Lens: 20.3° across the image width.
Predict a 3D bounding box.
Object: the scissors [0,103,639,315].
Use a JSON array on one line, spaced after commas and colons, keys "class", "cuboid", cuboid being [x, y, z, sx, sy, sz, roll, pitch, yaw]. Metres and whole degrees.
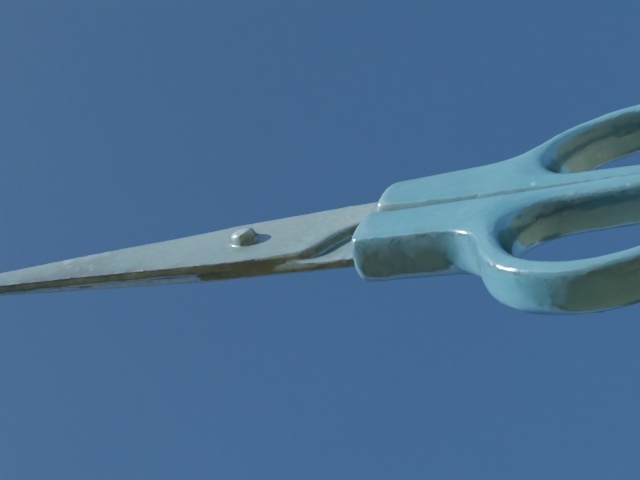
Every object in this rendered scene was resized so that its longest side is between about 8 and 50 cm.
[{"class": "scissors", "cuboid": [0.000, 0.000, 0.875, 0.447, 0.192, 0.029, -8, -68, 28]}]
